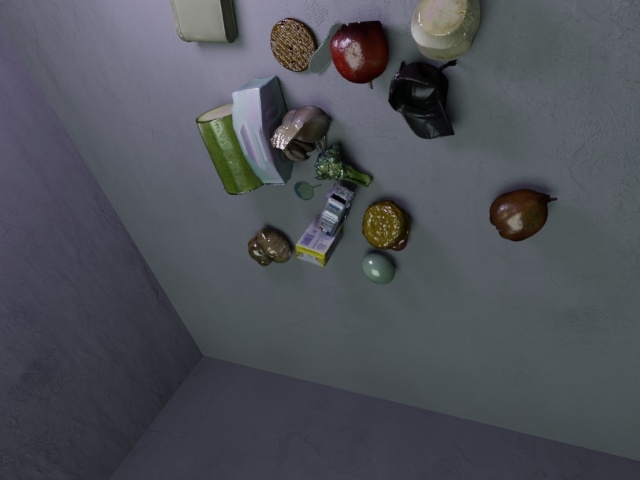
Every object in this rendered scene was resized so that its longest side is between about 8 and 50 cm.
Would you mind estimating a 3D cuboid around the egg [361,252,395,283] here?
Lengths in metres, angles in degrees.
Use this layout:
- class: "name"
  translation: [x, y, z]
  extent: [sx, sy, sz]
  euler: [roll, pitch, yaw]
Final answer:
- class: "egg"
  translation: [0.302, 0.147, 2.223]
  extent: [0.192, 0.149, 0.149]
  euler: [32, 136, 0]

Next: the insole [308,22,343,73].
- class: "insole"
  translation: [0.026, -0.762, 1.690]
  extent: [0.080, 0.003, 0.232]
  euler: [22, 137, -22]

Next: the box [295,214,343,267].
- class: "box"
  translation: [0.000, 0.000, 2.196]
  extent: [0.168, 0.265, 0.097]
  euler: [17, 136, 15]

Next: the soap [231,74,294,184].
- class: "soap"
  translation: [-0.247, -0.484, 1.929]
  extent: [0.156, 0.261, 0.447]
  euler: [3, 127, 25]

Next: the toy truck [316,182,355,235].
- class: "toy truck"
  translation: [0.070, -0.147, 2.064]
  extent: [0.124, 0.156, 0.268]
  euler: [29, 155, 5]

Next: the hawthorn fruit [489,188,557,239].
- class: "hawthorn fruit"
  translation: [0.809, -0.114, 1.682]
  extent: [0.248, 0.208, 0.208]
  euler: [-36, 105, 28]

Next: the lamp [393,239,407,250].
- class: "lamp"
  translation: [0.381, 0.003, 2.096]
  extent: [0.101, 0.090, 0.101]
  euler: [0, 89, 38]

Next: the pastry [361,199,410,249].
- class: "pastry"
  translation: [0.301, -0.075, 2.003]
  extent: [0.235, 0.132, 0.240]
  euler: [34, 114, 26]

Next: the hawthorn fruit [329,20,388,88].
- class: "hawthorn fruit"
  translation: [0.150, -0.685, 1.573]
  extent: [0.215, 0.215, 0.250]
  euler: [-7, 128, 35]

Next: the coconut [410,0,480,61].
- class: "coconut"
  translation: [0.414, -0.710, 1.384]
  extent: [0.240, 0.241, 0.241]
  euler: [16, 133, 18]

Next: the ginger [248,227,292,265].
- class: "ginger"
  translation: [-0.320, 0.050, 2.527]
  extent: [0.244, 0.155, 0.304]
  euler: [45, 144, -21]

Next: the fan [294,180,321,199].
- class: "fan"
  translation: [-0.064, -0.265, 2.191]
  extent: [0.175, 0.005, 0.113]
  euler: [-14, 118, 40]

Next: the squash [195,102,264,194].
- class: "squash"
  translation: [-0.413, -0.447, 2.060]
  extent: [0.262, 0.263, 0.385]
  euler: [3, 129, 28]

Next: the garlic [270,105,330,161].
- class: "garlic"
  translation: [-0.072, -0.470, 1.873]
  extent: [0.210, 0.291, 0.238]
  euler: [8, 106, 36]

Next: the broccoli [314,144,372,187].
- class: "broccoli"
  translation: [0.108, -0.325, 1.915]
  extent: [0.274, 0.198, 0.177]
  euler: [22, 90, 4]

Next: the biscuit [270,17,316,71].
- class: "biscuit"
  translation: [-0.110, -0.800, 1.736]
  extent: [0.211, 0.036, 0.212]
  euler: [16, 135, 16]

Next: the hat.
- class: "hat"
  translation: [0.406, -0.550, 1.584]
  extent: [0.336, 0.209, 0.238]
  euler: [40, 160, -31]

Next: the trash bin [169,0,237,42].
- class: "trash bin"
  translation: [-0.490, -0.955, 1.773]
  extent: [0.247, 0.121, 0.244]
  euler: [14, 132, 17]
